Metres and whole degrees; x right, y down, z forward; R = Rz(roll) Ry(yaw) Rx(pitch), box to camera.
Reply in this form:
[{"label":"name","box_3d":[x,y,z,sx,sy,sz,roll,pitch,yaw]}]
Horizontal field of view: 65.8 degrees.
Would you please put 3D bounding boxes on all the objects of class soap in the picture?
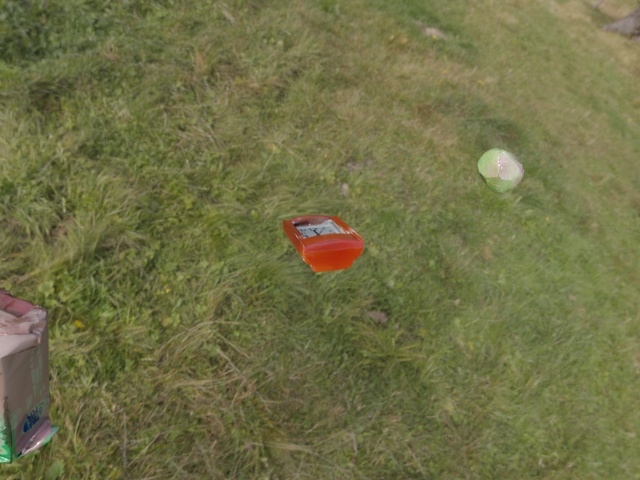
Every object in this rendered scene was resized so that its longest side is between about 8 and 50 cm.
[{"label":"soap","box_3d":[-0.438,0.154,0.617,0.217,0.273,0.098,26,38,0]}]

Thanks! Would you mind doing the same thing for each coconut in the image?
[{"label":"coconut","box_3d":[0.346,-0.131,0.943,0.081,0.083,0.082,15,84,-43]}]

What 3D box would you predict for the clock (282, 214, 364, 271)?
[{"label":"clock","box_3d":[0.000,0.000,0.915,0.113,0.061,0.155,-6,23,-16]}]
